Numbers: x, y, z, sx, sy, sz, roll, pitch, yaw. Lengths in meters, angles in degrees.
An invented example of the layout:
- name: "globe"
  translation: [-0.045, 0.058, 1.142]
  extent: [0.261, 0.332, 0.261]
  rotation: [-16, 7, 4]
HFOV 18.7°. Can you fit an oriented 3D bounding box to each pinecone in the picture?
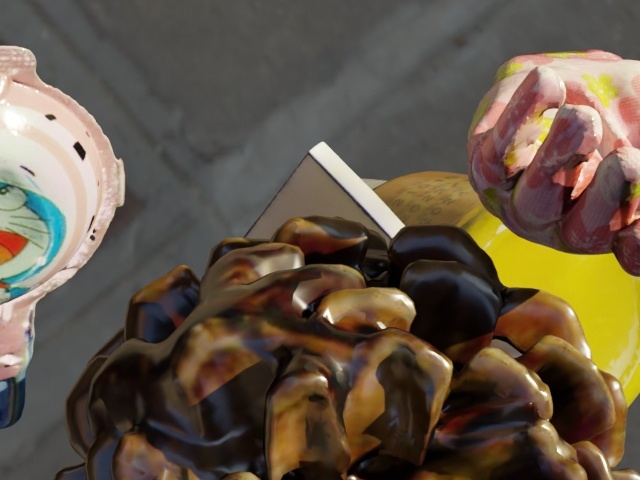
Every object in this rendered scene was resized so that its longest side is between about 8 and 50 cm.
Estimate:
- name: "pinecone"
  translation: [0.021, 0.188, 1.198]
  extent: [0.397, 0.398, 0.398]
  rotation: [-1, 107, -4]

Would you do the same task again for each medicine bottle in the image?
- name: "medicine bottle"
  translation: [0.111, 0.049, 1.734]
  extent: [0.224, 0.384, 0.224]
  rotation: [-3, 98, -24]

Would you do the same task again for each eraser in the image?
- name: "eraser"
  translation: [0.000, 0.000, 1.590]
  extent: [0.104, 0.023, 0.150]
  rotation: [46, 139, 6]

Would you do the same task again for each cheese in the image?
- name: "cheese"
  translation: [-0.210, 0.007, 1.131]
  extent: [0.189, 0.074, 0.286]
  rotation: [-1, 128, -18]

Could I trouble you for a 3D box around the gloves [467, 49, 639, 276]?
- name: "gloves"
  translation: [0.165, -0.041, 1.157]
  extent: [0.145, 0.241, 0.126]
  rotation: [23, 119, -14]
